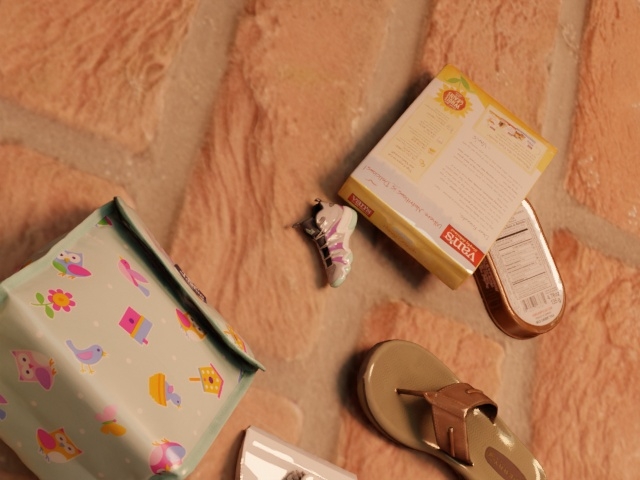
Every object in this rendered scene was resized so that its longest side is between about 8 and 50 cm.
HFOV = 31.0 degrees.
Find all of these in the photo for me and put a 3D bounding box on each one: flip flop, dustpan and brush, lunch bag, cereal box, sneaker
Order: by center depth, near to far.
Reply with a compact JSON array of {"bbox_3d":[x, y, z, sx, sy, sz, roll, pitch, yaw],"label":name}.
[{"bbox_3d":[-0.174,0.091,1.030,0.223,0.160,0.262,49,32,-4],"label":"lunch bag"},{"bbox_3d":[-0.032,0.296,1.109,0.147,0.060,0.211,29,61,-20],"label":"dustpan and brush"},{"bbox_3d":[0.155,0.202,1.242,0.277,0.080,0.112,42,58,-13],"label":"flip flop"},{"bbox_3d":[0.000,0.000,1.243,0.069,0.038,0.098,21,55,-23],"label":"sneaker"},{"bbox_3d":[0.150,-0.079,1.322,0.173,0.047,0.240,40,54,1],"label":"cereal box"}]

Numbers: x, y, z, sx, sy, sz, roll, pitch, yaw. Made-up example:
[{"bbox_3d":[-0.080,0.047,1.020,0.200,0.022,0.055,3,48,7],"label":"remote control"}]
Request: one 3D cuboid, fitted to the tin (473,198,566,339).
[{"bbox_3d":[0.230,0.023,1.375,0.106,0.040,0.190,-17,84,-38],"label":"tin"}]
